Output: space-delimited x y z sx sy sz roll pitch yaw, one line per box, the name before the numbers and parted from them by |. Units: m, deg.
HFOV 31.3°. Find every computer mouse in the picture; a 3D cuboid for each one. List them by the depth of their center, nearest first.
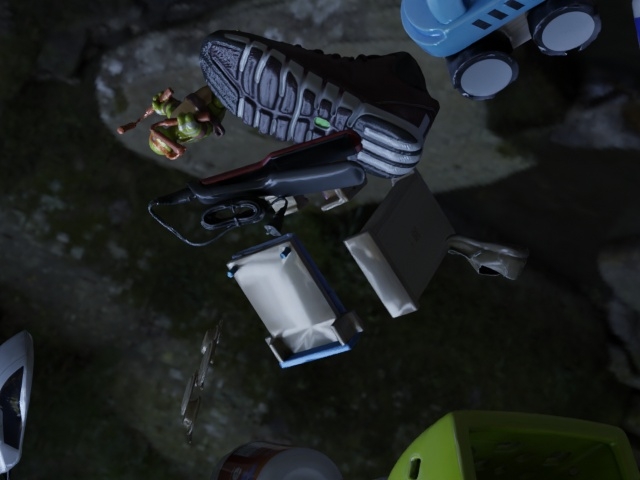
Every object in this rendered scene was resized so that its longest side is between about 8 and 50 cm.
computer mouse | -0.289 0.167 1.023 0.042 0.193 0.106 5 -159 -19

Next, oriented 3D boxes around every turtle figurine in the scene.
turtle figurine | -0.150 -0.177 1.515 0.087 0.217 0.269 50 174 -21

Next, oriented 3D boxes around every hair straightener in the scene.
hair straightener | -0.065 -0.046 1.163 0.230 0.089 0.047 -12 146 7

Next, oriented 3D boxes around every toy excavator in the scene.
toy excavator | 0.250 -0.463 1.622 0.433 0.222 0.445 -29 140 26

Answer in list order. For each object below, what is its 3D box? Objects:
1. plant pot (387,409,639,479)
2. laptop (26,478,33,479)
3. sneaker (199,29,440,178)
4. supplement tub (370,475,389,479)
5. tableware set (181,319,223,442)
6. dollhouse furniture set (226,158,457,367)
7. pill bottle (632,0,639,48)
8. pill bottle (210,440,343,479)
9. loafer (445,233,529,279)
plant pot | 0.164 0.304 1.061 0.227 0.228 0.207 12 145 -32
laptop | -0.387 0.553 1.373 0.236 0.382 0.408 -14 -169 -20
sneaker | 0.010 -0.184 1.325 0.281 0.162 0.106 29 136 8
supplement tub | 0.112 0.463 1.303 0.241 0.241 0.331 9 125 56
tableware set | -0.166 0.192 1.585 0.020 0.168 0.141 17 -162 -10
dollhouse furniture set | 0.000 0.000 1.724 0.303 0.198 0.286 -22 109 35
pill bottle | 0.439 -0.228 1.292 0.152 0.272 0.152 -13 -173 2
pill bottle | -0.064 0.318 1.451 0.121 0.121 0.216 24 164 -20
loafer | 0.225 0.022 1.583 0.056 0.050 0.148 9 -178 -33
